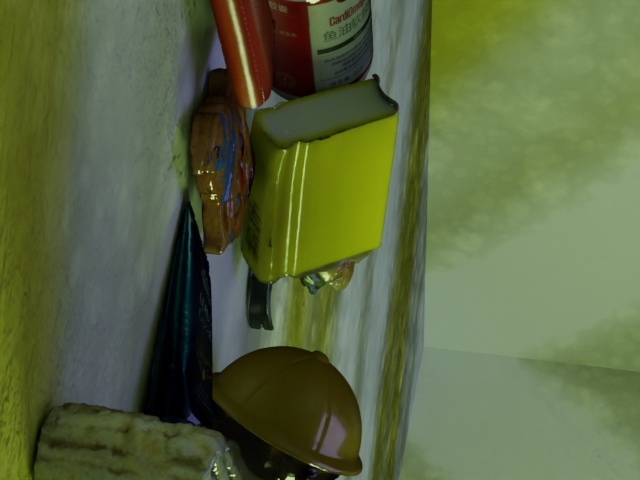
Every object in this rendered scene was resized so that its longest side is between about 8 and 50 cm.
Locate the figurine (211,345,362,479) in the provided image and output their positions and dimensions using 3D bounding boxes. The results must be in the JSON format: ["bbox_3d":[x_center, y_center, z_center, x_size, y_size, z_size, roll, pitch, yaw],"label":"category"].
[{"bbox_3d":[-0.048,0.236,1.831,0.192,0.167,0.256,32,64,-51],"label":"figurine"}]

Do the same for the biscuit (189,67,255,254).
[{"bbox_3d":[-0.092,-0.075,1.732,0.280,0.043,0.183,26,68,-81],"label":"biscuit"}]

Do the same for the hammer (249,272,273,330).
[{"bbox_3d":[-0.054,0.041,2.151,0.246,0.029,0.103,-51,146,-78],"label":"hammer"}]

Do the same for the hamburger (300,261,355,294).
[{"bbox_3d":[0.003,0.007,2.107,0.176,0.087,0.102,68,1,-50],"label":"hamburger"}]

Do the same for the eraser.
[{"bbox_3d":[-0.002,-0.061,1.924,0.069,0.158,0.226,53,-28,36],"label":"eraser"}]

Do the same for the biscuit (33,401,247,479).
[{"bbox_3d":[-0.119,0.229,1.452,0.426,0.144,0.078,73,25,-68],"label":"biscuit"}]

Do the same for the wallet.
[{"bbox_3d":[-0.079,-0.241,1.635,0.204,0.045,0.142,78,10,-50],"label":"wallet"}]

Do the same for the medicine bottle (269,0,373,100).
[{"bbox_3d":[-0.012,-0.261,1.847,0.250,0.131,0.131,85,14,-56],"label":"medicine bottle"}]

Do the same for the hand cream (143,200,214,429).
[{"bbox_3d":[-0.128,0.104,1.636,0.120,0.061,0.270,77,13,-55],"label":"hand cream"}]
